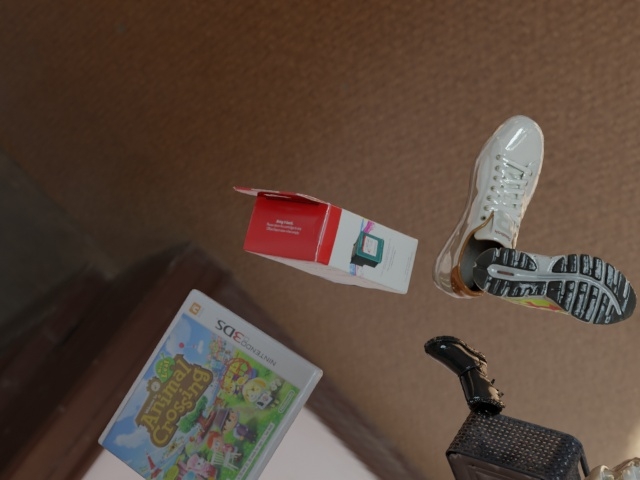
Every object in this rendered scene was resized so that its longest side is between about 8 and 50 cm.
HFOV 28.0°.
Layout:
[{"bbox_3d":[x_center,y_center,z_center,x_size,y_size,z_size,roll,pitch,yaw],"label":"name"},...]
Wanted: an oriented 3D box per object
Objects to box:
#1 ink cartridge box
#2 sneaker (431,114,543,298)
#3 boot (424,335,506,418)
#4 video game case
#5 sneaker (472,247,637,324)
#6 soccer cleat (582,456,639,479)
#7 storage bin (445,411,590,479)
[{"bbox_3d":[0.000,0.000,1.640,0.134,0.078,0.231,7,171,44],"label":"ink cartridge box"},{"bbox_3d":[0.269,-0.044,1.889,0.105,0.290,0.123,22,-179,-18],"label":"sneaker"},{"bbox_3d":[0.202,0.192,1.789,0.121,0.099,0.045,26,126,-36],"label":"boot"},{"bbox_3d":[-0.128,0.190,1.459,0.193,0.212,0.023,30,177,27],"label":"video game case"},{"bbox_3d":[0.295,0.053,1.624,0.208,0.082,0.094,16,175,4],"label":"sneaker"},{"bbox_3d":[0.225,0.171,0.814,0.143,0.331,0.116,38,155,16],"label":"soccer cleat"},{"bbox_3d":[0.282,0.324,1.827,0.180,0.084,0.122,13,141,36],"label":"storage bin"}]
